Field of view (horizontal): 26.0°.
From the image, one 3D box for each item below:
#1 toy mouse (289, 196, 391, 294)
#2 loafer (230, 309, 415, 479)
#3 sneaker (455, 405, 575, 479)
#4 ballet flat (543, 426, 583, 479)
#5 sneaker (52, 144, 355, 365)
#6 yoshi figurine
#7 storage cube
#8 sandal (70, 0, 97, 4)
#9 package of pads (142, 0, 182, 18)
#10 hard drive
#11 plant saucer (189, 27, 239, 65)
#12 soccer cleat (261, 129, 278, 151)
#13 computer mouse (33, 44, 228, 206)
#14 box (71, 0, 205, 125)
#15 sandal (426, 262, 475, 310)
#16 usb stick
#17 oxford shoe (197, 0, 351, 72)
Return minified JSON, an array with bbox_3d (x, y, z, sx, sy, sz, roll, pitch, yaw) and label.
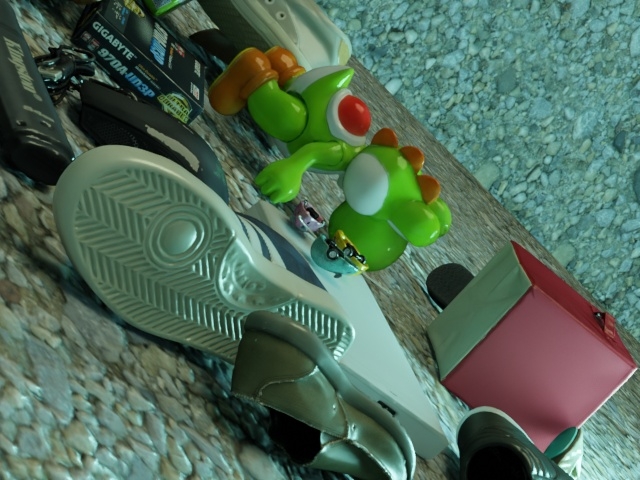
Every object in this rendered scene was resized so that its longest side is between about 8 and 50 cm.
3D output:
[{"bbox_3d":[0.000,0.000,1.619,0.161,0.031,0.143,54,14,28],"label":"toy mouse"},{"bbox_3d":[-0.005,0.160,1.210,0.094,0.087,0.251,8,-32,45],"label":"loafer"},{"bbox_3d":[0.261,0.315,1.556,0.295,0.104,0.147,42,13,6],"label":"sneaker"},{"bbox_3d":[0.305,0.301,1.786,0.052,0.057,0.168,57,38,-3],"label":"ballet flat"},{"bbox_3d":[-0.116,0.010,1.207,0.350,0.131,0.148,43,5,-45],"label":"sneaker"},{"bbox_3d":[0.007,-0.092,1.891,0.362,0.203,0.203,43,-18,14],"label":"yoshi figurine"},{"bbox_3d":[0.285,0.147,1.908,0.193,0.215,0.184,38,15,-14],"label":"storage cube"},{"bbox_3d":[-0.284,-0.315,1.681,0.219,0.090,0.060,-89,170,-82],"label":"sandal"},{"bbox_3d":[-0.250,-0.432,1.945,0.229,0.101,0.296,61,-3,-11],"label":"package of pads"},{"bbox_3d":[0.024,0.096,1.576,0.203,0.040,0.307,38,16,-35],"label":"hard drive"},{"bbox_3d":[-0.115,-0.285,2.198,0.198,0.036,0.198,32,8,-5],"label":"plant saucer"},{"bbox_3d":[-0.068,-0.180,2.094,0.076,0.068,0.196,33,11,-5],"label":"soccer cleat"},{"bbox_3d":[-0.185,-0.114,1.451,0.272,0.072,0.188,45,11,-8],"label":"computer mouse"},{"bbox_3d":[-0.224,-0.236,1.749,0.175,0.051,0.220,43,13,-17],"label":"box"},{"bbox_3d":[0.248,0.129,2.129,0.254,0.097,0.054,-119,-172,-47],"label":"sandal"},{"bbox_3d":[-0.288,-0.150,1.278,0.077,0.045,0.278,36,16,-43],"label":"usb stick"},{"bbox_3d":[-0.107,-0.391,2.091,0.449,0.130,0.169,52,-18,17],"label":"oxford shoe"}]
